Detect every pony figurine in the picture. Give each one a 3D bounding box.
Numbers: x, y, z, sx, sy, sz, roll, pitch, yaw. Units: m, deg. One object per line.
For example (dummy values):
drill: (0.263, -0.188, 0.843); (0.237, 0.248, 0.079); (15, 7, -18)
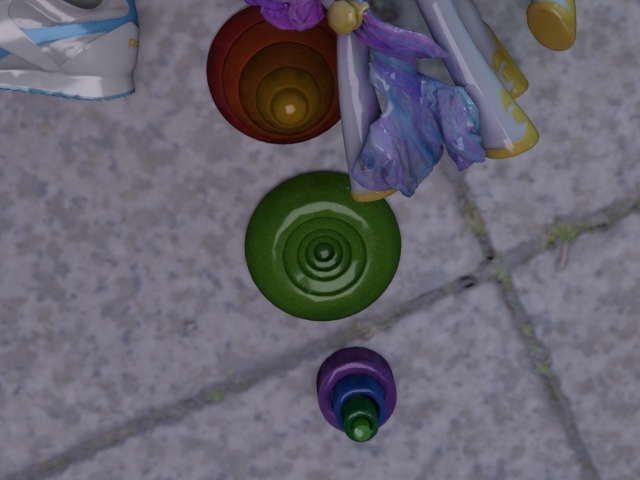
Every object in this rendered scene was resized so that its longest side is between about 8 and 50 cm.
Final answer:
pony figurine: (0.041, -0.220, 1.318); (0.303, 0.351, 0.363); (-2, 114, 39)

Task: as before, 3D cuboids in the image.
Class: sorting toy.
sorting toy: (0.000, 0.000, 1.480); (0.127, 0.126, 0.365); (-12, 109, 1)

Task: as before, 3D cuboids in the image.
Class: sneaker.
sneaker: (-0.251, -0.162, 1.436); (0.229, 0.087, 0.092); (4, 102, -12)
